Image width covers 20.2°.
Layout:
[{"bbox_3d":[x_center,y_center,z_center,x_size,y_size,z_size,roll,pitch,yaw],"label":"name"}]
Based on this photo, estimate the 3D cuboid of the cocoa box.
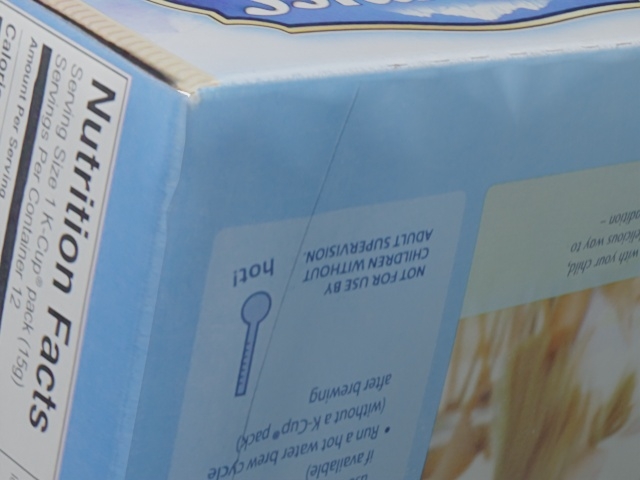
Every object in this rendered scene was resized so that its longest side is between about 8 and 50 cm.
[{"bbox_3d":[0.000,0.000,0.600,0.347,0.231,0.228,-10,32,-43],"label":"cocoa box"}]
